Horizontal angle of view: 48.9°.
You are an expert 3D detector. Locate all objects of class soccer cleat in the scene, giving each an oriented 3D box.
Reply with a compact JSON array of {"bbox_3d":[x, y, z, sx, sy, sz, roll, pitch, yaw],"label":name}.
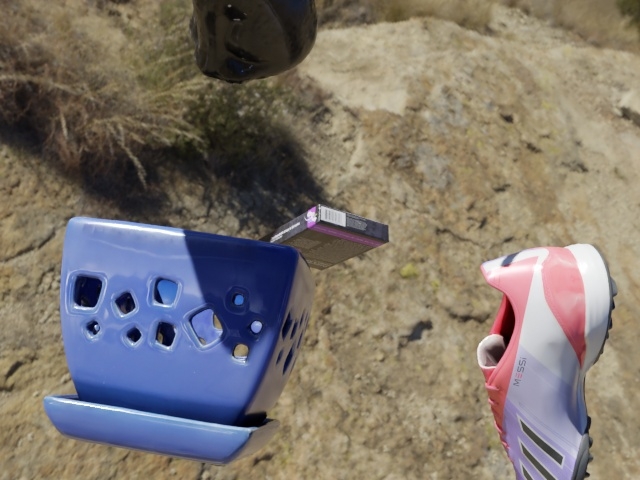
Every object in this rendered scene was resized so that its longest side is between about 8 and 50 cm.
[{"bbox_3d":[0.211,0.151,0.711,0.116,0.319,0.109,-2,26,0],"label":"soccer cleat"}]

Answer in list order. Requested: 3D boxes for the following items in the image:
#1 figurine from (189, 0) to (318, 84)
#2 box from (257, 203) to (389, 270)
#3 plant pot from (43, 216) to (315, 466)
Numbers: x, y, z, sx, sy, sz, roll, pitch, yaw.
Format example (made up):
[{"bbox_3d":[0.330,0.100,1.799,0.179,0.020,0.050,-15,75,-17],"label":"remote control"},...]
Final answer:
[{"bbox_3d":[-0.068,-0.247,0.443,0.092,0.209,0.215,-16,69,-7],"label":"figurine"},{"bbox_3d":[0.000,0.000,0.974,0.116,0.162,0.029,15,64,-32],"label":"box"},{"bbox_3d":[-0.140,0.113,0.747,0.235,0.236,0.212,8,79,6],"label":"plant pot"}]
